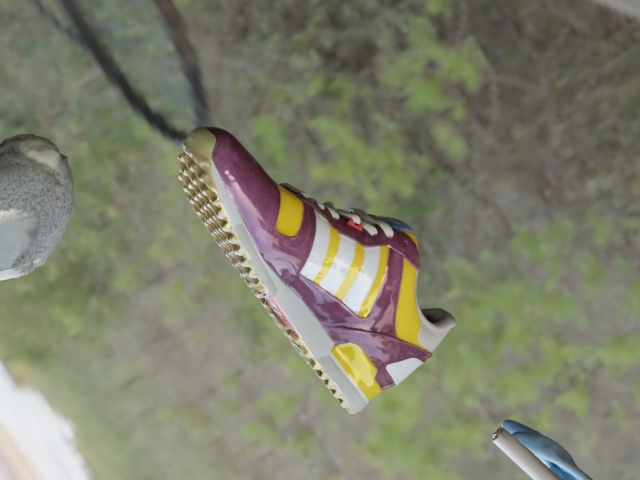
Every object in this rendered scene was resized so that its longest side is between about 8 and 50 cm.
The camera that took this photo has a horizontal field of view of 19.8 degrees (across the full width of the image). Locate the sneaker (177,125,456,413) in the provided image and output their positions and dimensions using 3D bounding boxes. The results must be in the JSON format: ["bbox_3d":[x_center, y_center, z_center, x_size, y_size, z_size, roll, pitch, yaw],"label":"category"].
[{"bbox_3d":[0.000,0.000,0.923,0.185,0.084,0.069,57,173,-35],"label":"sneaker"}]

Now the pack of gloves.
[{"bbox_3d":[0.208,0.181,1.138,0.232,0.046,0.195,43,-177,6],"label":"pack of gloves"}]

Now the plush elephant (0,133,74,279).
[{"bbox_3d":[-0.346,-0.006,1.031,0.255,0.330,0.272,59,139,41],"label":"plush elephant"}]
